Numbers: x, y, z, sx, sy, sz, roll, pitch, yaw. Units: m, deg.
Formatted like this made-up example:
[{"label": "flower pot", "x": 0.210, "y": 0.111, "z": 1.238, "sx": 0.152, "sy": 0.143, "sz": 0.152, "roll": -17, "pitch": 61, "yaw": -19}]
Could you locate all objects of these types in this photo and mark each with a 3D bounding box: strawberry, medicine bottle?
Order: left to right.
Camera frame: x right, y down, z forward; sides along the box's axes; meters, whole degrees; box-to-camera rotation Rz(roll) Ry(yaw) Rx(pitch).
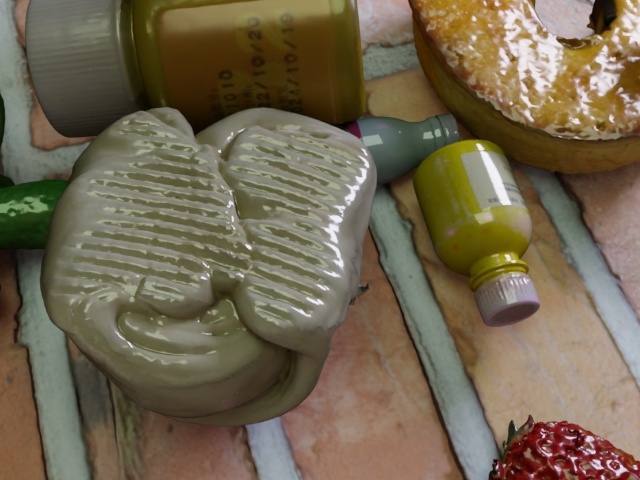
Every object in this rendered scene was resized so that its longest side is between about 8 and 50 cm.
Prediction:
[{"label": "medicine bottle", "x": -0.142, "y": -0.238, "z": 0.976, "sx": 0.385, "sy": 0.224, "sz": 0.224, "roll": -6, "pitch": 61, "yaw": 2}, {"label": "medicine bottle", "x": 0.070, "y": -0.117, "z": 1.030, "sx": 0.217, "sy": 0.090, "sz": 0.090, "roll": -10, "pitch": 61, "yaw": -3}, {"label": "medicine bottle", "x": 0.196, "y": -0.005, "z": 0.946, "sx": 0.122, "sy": 0.122, "sz": 0.212, "roll": -13, "pitch": 62, "yaw": -4}, {"label": "strawberry", "x": 0.278, "y": 0.282, "z": 0.798, "sx": 0.228, "sy": 0.098, "sz": 0.174, "roll": 26, "pitch": 66, "yaw": 17}]

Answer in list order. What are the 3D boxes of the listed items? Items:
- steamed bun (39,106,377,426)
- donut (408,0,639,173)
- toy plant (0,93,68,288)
[{"label": "steamed bun", "x": -0.121, "y": 0.040, "z": 0.862, "sx": 0.343, "sy": 0.255, "sz": 0.367, "roll": 11, "pitch": 47, "yaw": 2}, {"label": "donut", "x": 0.318, "y": -0.257, "z": 1.059, "sx": 0.435, "sy": 0.163, "sz": 0.377, "roll": 12, "pitch": 64, "yaw": 7}, {"label": "toy plant", "x": -0.436, "y": 0.004, "z": 0.941, "sx": 0.317, "sy": 0.211, "sz": 0.356, "roll": 46, "pitch": 64, "yaw": -12}]
